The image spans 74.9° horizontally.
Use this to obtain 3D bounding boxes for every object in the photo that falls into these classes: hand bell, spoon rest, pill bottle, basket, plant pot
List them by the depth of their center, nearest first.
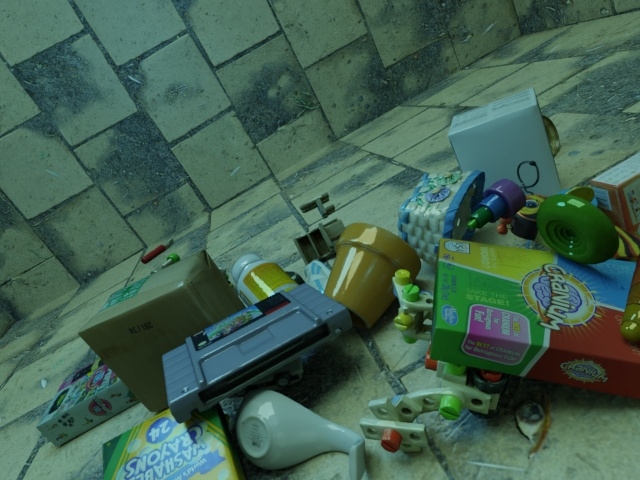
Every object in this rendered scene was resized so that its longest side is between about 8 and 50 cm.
[{"bbox_3d":[-0.039,0.339,0.715,0.276,0.137,0.084,-2,-6,35],"label":"spoon rest"},{"bbox_3d":[0.337,-0.040,0.963,0.288,0.201,0.255,18,45,25],"label":"basket"},{"bbox_3d":[0.102,0.094,0.971,0.205,0.205,0.188,1,53,51],"label":"plant pot"},{"bbox_3d":[-0.136,0.136,1.112,0.136,0.136,0.245,-36,45,-17],"label":"pill bottle"},{"bbox_3d":[0.602,-0.290,1.322,0.126,0.126,0.242,-42,14,-29],"label":"hand bell"}]

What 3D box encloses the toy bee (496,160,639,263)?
[{"bbox_3d":[0.430,-0.023,0.797,0.162,0.195,0.298,-21,24,-13],"label":"toy bee"}]

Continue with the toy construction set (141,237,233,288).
[{"bbox_3d":[-0.439,0.133,1.408,0.257,0.309,0.237,-7,25,27],"label":"toy construction set"}]

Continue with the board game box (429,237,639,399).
[{"bbox_3d":[0.336,0.102,0.636,0.316,0.064,0.242,8,33,12],"label":"board game box"}]

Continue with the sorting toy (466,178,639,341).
[{"bbox_3d":[0.368,0.026,0.622,0.126,0.127,0.365,-37,45,-11],"label":"sorting toy"}]

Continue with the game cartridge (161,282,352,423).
[{"bbox_3d":[-0.139,0.200,0.844,0.355,0.068,0.230,-26,21,-19],"label":"game cartridge"}]

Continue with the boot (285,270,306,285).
[{"bbox_3d":[-0.168,0.167,1.272,0.246,0.083,0.161,-4,38,49],"label":"boot"}]

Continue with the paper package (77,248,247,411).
[{"bbox_3d":[-0.355,0.230,1.048,0.324,0.310,0.168,-24,21,15],"label":"paper package"}]

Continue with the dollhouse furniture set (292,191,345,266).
[{"bbox_3d":[0.000,0.000,1.264,0.161,0.212,0.242,-27,-4,1],"label":"dollhouse furniture set"}]

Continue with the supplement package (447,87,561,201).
[{"bbox_3d":[0.471,-0.209,1.060,0.204,0.262,0.145,-15,26,32],"label":"supplement package"}]

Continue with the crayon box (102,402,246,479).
[{"bbox_3d":[-0.219,0.413,0.653,0.203,0.083,0.323,-25,36,-15],"label":"crayon box"}]

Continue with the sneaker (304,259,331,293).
[{"bbox_3d":[-0.007,0.122,1.158,0.092,0.087,0.228,-36,21,-11],"label":"sneaker"}]

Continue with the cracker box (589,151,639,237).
[{"bbox_3d":[0.629,-0.094,0.764,0.232,0.156,0.067,-29,22,0],"label":"cracker box"}]

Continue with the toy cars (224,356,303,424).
[{"bbox_3d":[-0.193,0.359,0.876,0.176,0.087,0.393,20,47,40],"label":"toy cars"}]

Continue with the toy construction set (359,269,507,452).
[{"bbox_3d":[0.188,0.189,0.692,0.215,0.151,0.328,10,46,21],"label":"toy construction set"}]

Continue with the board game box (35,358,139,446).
[{"bbox_3d":[-0.638,0.431,1.243,0.303,0.098,0.224,-29,22,-1],"label":"board game box"}]
